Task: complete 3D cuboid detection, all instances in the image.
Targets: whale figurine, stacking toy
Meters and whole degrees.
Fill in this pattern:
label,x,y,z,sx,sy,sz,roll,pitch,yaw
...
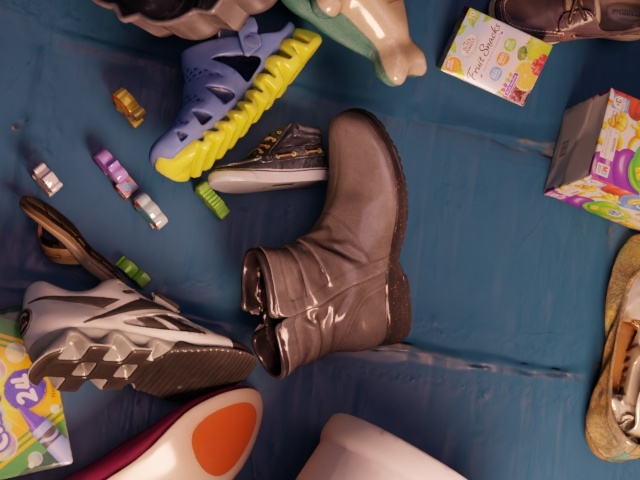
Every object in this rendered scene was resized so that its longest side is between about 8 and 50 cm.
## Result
label,x,y,z,sx,sy,sz,roll,pitch,yaw
whale figurine,0.036,-0.324,1.595,0.272,0.141,0.216,58,34,-2
stacking toy,-0.249,-0.067,1.519,0.167,0.052,0.221,-44,97,-18

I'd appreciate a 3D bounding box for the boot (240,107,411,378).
label,x,y,z,sx,sy,sz,roll,pitch,yaw
boot,0.000,0.000,1.511,0.222,0.118,0.338,-10,92,-32

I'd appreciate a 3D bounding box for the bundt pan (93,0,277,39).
label,x,y,z,sx,sy,sz,roll,pitch,yaw
bundt pan,-0.155,-0.403,1.505,0.331,0.124,0.331,-6,71,19

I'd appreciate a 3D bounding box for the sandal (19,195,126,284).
label,x,y,z,sx,sy,sz,roll,pitch,yaw
sandal,-0.324,0.014,1.482,0.049,0.072,0.180,-44,101,3

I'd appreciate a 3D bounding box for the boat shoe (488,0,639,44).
label,x,y,z,sx,sy,sz,roll,pitch,yaw
boat shoe,0.396,-0.352,1.745,0.285,0.092,0.103,0,84,-17

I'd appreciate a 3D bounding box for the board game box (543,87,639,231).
label,x,y,z,sx,sy,sz,roll,pitch,yaw
board game box,0.498,-0.098,1.712,0.275,0.142,0.144,20,76,-14

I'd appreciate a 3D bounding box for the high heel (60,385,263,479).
label,x,y,z,sx,sy,sz,roll,pitch,yaw
high heel,-0.243,0.289,1.461,0.377,0.181,0.127,-31,111,-41

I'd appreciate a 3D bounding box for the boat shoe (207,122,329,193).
label,x,y,z,sx,sy,sz,roll,pitch,yaw
boat shoe,-0.074,-0.113,1.574,0.183,0.065,0.083,-4,79,-31

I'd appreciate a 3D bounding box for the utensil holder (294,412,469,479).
label,x,y,z,sx,sy,sz,roll,pitch,yaw
utensil holder,0.046,0.460,1.393,0.327,0.327,0.385,37,75,-9

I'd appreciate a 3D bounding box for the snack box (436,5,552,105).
label,x,y,z,sx,sy,sz,roll,pitch,yaw
snack box,0.256,-0.271,1.698,0.141,0.037,0.100,22,101,-13

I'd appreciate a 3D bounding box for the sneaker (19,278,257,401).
label,x,y,z,sx,sy,sz,roll,pitch,yaw
sneaker,-0.221,0.111,1.443,0.330,0.122,0.146,16,39,-43

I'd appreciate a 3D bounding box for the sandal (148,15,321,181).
label,x,y,z,sx,sy,sz,roll,pitch,yaw
sandal,-0.136,-0.205,1.532,0.138,0.126,0.317,40,54,-4

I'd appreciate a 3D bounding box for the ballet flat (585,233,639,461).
label,x,y,z,sx,sy,sz,roll,pitch,yaw
ballet flat,0.473,0.153,1.681,0.123,0.123,0.348,19,76,-14

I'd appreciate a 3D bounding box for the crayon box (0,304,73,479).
label,x,y,z,sx,sy,sz,roll,pitch,yaw
crayon box,-0.479,0.205,1.388,0.323,0.083,0.203,-10,85,-18
